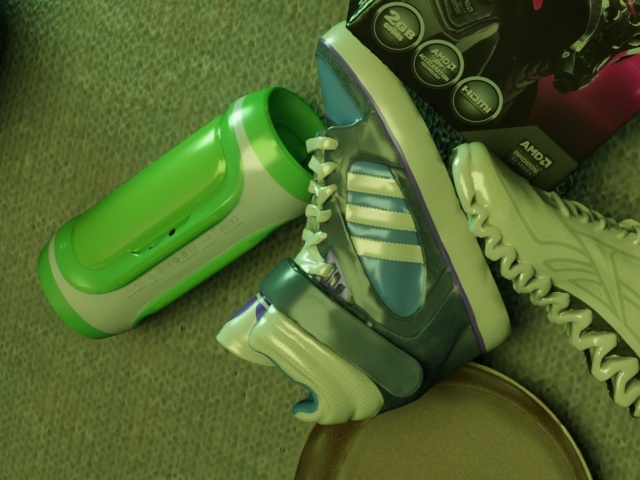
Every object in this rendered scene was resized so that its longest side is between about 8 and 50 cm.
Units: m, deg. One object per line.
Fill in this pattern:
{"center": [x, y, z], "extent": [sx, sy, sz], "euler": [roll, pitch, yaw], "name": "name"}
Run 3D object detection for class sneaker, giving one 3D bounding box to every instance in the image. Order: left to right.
{"center": [0.000, 0.000, 1.657], "extent": [0.236, 0.130, 0.323], "euler": [-26, 95, -3], "name": "sneaker"}
{"center": [0.219, 0.013, 1.596], "extent": [0.118, 0.110, 0.292], "euler": [-39, 110, 15], "name": "sneaker"}

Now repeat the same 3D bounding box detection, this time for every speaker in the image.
{"center": [-0.126, -0.023, 1.810], "extent": [0.296, 0.131, 0.131], "euler": [-33, 77, 26], "name": "speaker"}

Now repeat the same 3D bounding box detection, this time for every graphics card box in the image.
{"center": [0.226, -0.235, 1.566], "extent": [0.233, 0.094, 0.371], "euler": [42, 113, -16], "name": "graphics card box"}

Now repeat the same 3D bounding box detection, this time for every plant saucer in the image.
{"center": [0.116, 0.257, 1.737], "extent": [0.310, 0.050, 0.310], "euler": [1, 92, 28], "name": "plant saucer"}
